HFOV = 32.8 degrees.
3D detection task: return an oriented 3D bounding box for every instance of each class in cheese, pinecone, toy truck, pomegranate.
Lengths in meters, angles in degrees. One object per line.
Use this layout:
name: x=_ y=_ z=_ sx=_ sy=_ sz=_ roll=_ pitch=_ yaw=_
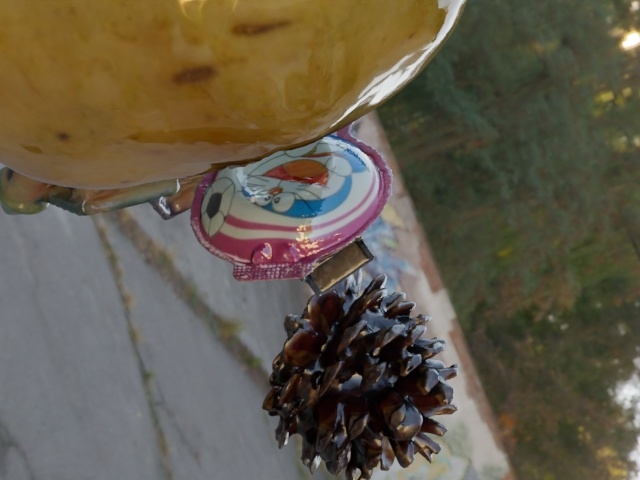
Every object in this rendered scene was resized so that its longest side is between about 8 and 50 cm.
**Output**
cheese: x=-0.018 y=-0.058 z=0.824 sx=0.244 sy=0.155 sz=0.062 roll=-77 pitch=161 yaw=-46
pinecone: x=0.062 y=0.204 z=1.560 sx=0.296 sy=0.298 sz=0.242 roll=43 pitch=-23 yaw=-6
toy truck: x=0.000 y=0.000 z=1.140 sx=0.092 sy=0.083 sz=0.192 roll=55 pitch=1 yaw=6
pomegranate: x=-0.077 y=-0.185 z=0.545 sx=0.332 sy=0.332 sz=0.332 roll=-22 pitch=90 yaw=-90

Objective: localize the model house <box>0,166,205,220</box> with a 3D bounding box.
model house: x=-0.238 y=-0.149 z=1.308 sx=0.280 sy=0.312 sz=0.245 roll=-43 pitch=-108 yaw=48
